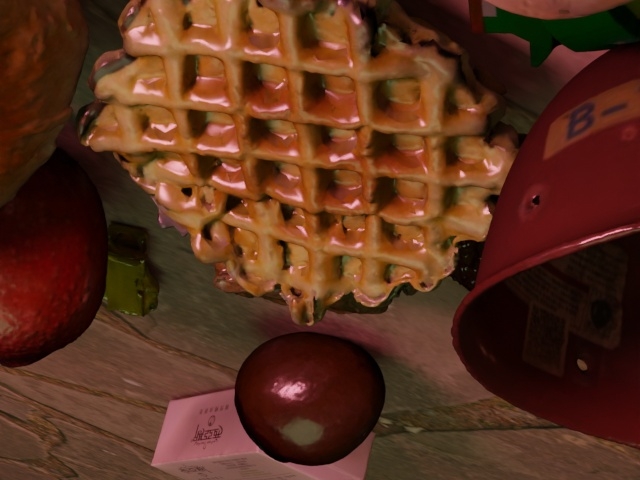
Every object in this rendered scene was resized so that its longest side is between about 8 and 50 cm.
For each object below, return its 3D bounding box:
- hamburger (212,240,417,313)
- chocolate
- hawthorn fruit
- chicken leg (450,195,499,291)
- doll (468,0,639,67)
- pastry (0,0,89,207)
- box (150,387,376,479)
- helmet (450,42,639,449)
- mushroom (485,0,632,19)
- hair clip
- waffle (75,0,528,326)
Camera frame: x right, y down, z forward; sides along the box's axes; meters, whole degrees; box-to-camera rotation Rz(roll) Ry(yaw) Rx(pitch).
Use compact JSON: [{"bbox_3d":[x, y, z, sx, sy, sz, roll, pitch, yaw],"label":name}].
[{"bbox_3d":[0.000,0.000,1.113,0.183,0.130,0.206,9,173,13],"label":"hamburger"},{"bbox_3d":[-0.006,0.176,1.434,0.177,0.177,0.177,11,155,5],"label":"chocolate"},{"bbox_3d":[-0.292,-0.012,1.124,0.230,0.210,0.266,25,120,-12],"label":"hawthorn fruit"},{"bbox_3d":[0.154,0.001,1.103,0.093,0.053,0.205,29,150,2],"label":"chicken leg"},{"bbox_3d":[0.167,-0.160,0.691,0.186,0.106,0.134,-9,152,39],"label":"doll"},{"bbox_3d":[-0.318,-0.112,0.866,0.329,0.136,0.329,-26,151,-16],"label":"pastry"},{"bbox_3d":[-0.082,0.293,1.738,0.194,0.111,0.260,32,151,-32],"label":"box"},{"bbox_3d":[0.276,-0.025,0.773,0.385,0.230,0.337,-18,141,36],"label":"helmet"},{"bbox_3d":[0.093,-0.212,0.545,0.236,0.173,0.162,-5,147,34],"label":"mushroom"},{"bbox_3d":[-0.214,0.038,1.354,0.072,0.046,0.173,15,153,4],"label":"hair clip"},{"bbox_3d":[-0.013,-0.076,0.906,0.317,0.073,0.297,39,131,-19],"label":"waffle"}]
